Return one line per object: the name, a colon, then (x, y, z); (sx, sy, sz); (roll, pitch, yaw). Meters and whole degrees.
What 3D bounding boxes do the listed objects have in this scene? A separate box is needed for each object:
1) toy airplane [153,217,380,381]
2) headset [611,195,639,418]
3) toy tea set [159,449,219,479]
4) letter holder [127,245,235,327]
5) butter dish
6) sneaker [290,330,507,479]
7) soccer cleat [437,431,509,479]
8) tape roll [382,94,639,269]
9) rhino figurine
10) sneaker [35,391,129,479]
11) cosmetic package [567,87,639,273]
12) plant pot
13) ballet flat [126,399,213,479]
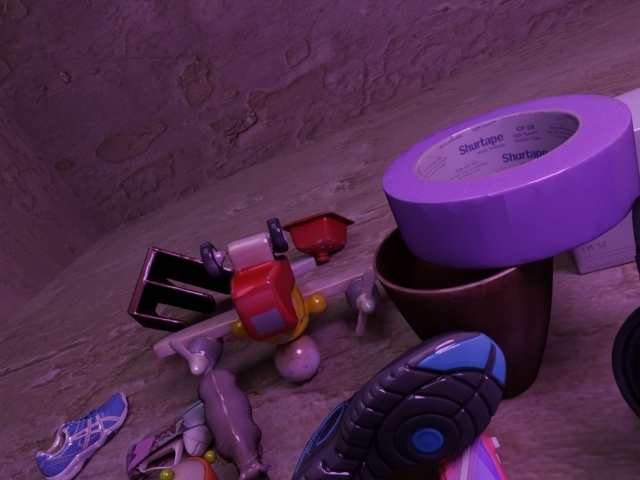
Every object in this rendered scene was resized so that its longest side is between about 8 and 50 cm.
toy airplane: (-0.079, 0.135, 0.858); (0.385, 0.272, 0.386); (-10, -15, -46)
headset: (0.337, 0.139, 0.402); (0.185, 0.244, 0.393); (-22, 47, 43)
toy tea set: (-0.222, 0.425, 0.550); (0.200, 0.124, 0.336); (-27, 24, 4)
letter holder: (-0.318, 0.147, 1.085); (0.302, 0.215, 0.151); (134, 150, -68)
butter dish: (0.000, 0.000, 1.174); (0.160, 0.118, 0.160); (-16, -17, 27)
sneaker: (0.071, 0.214, 0.543); (0.340, 0.125, 0.139); (-48, 7, 19)
soccer cleat: (0.163, 0.266, 0.494); (0.095, 0.083, 0.248); (-21, 28, 1)
tape roll: (0.220, -0.080, 0.545); (0.275, 0.090, 0.274); (-21, 23, 9)
rhino figurine: (-0.126, 0.297, 0.673); (0.073, 0.106, 0.243); (-21, 44, -19)
sneaker: (-0.498, 0.406, 0.947); (0.080, 0.081, 0.211); (-13, 27, 35)
cosmetic package: (0.479, -0.097, 0.688); (0.224, 0.224, 0.138); (-20, 25, 22)
plant pot: (0.210, 0.092, 0.596); (0.216, 0.230, 0.215); (-21, 24, 10)
ballet flat: (-0.250, 0.360, 0.792); (0.222, 0.077, 0.079); (-32, 42, 5)
